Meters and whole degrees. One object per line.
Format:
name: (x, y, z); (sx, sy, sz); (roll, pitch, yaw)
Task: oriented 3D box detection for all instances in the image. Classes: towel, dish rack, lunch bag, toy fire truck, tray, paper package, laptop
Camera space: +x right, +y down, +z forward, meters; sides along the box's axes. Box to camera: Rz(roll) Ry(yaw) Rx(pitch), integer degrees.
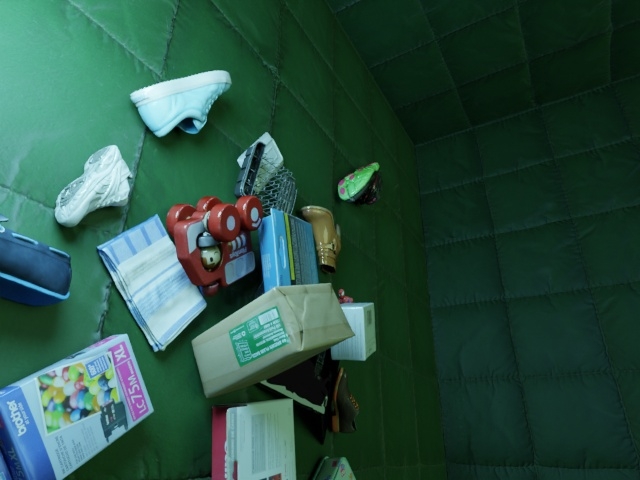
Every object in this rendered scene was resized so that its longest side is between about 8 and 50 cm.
towel: (-0.396, 0.098, 1.050); (0.284, 0.034, 0.209); (67, 28, -16)
dish rack: (-0.172, -0.189, 1.497); (0.272, 0.074, 0.208); (33, 64, -44)
lunch bag: (0.060, 0.897, 1.459); (0.278, 0.108, 0.224); (70, 25, -14)
toy fire truck: (-0.276, 0.014, 1.181); (0.302, 0.170, 0.253); (-35, 124, -64)
tray: (-0.206, -0.293, 1.587); (0.145, 0.030, 0.270); (63, 30, -25)
paper package: (-0.123, 0.261, 1.150); (0.310, 0.325, 0.168); (6, 56, -61)
laptop: (-0.057, 0.448, 1.544); (0.408, 0.236, 0.381); (31, 44, -16)

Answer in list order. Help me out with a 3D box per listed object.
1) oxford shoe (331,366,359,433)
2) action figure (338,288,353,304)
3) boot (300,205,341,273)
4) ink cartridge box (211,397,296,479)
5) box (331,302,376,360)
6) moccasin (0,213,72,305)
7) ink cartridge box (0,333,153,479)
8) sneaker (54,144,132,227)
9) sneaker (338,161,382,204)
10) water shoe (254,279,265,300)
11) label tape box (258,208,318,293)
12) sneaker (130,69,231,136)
oxford shoe: (0.097, 0.591, 1.591); (0.097, 0.099, 0.270); (-59, 151, -67)
action figure: (0.108, 0.346, 1.815); (0.139, 0.092, 0.279); (-10, 87, -72)
boot: (0.000, 0.000, 1.785); (0.283, 0.109, 0.219); (48, 42, -54)
ink cartridge box: (-0.191, 0.580, 1.110); (0.272, 0.130, 0.308); (25, 56, -55)
box: (0.116, 0.314, 1.505); (0.181, 0.119, 0.181); (10, 78, -71)
moccasin: (-0.568, 0.003, 0.700); (0.342, 0.138, 0.116); (60, 24, -56)
ink cartridge box: (-0.467, 0.319, 0.790); (0.311, 0.065, 0.185); (-26, 100, -60)
sneaker: (-0.475, -0.103, 0.938); (0.115, 0.091, 0.232); (57, 34, -39)
sneaker: (0.242, -0.279, 2.255); (0.483, 0.186, 0.202); (-40, 110, -59)
water shoe: (-0.157, 0.160, 1.427); (0.080, 0.073, 0.203); (55, 34, -39)
label tape box: (-0.114, 0.054, 1.330); (0.348, 0.115, 0.248); (16, 66, -71)
sneaker: (-0.373, -0.386, 1.231); (0.366, 0.135, 0.149); (-44, 125, -49)
